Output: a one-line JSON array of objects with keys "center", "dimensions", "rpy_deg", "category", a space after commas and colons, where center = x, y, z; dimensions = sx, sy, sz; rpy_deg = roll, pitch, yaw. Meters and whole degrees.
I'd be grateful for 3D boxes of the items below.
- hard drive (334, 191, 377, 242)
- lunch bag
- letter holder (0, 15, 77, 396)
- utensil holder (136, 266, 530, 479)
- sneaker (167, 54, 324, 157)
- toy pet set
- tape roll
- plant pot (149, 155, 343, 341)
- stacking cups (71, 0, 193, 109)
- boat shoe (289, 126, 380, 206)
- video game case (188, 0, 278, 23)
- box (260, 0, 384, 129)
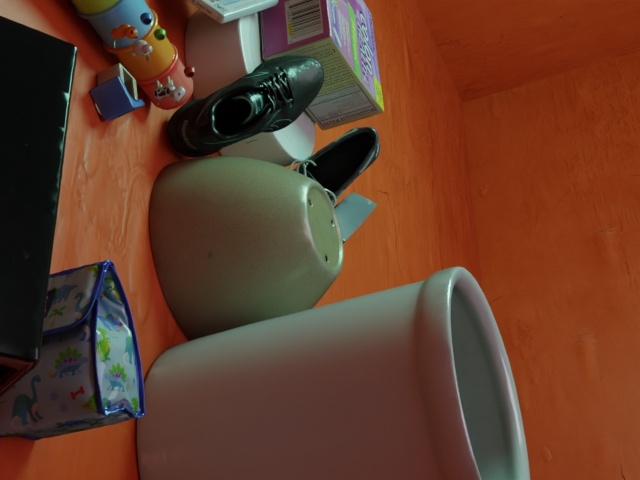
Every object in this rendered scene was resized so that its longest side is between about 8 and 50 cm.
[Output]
[{"center": [0.000, 0.000, 1.691], "dimensions": [0.054, 0.172, 0.254], "rpy_deg": [49, 21, -2], "category": "hard drive"}, {"center": [-0.244, 0.102, 0.966], "dimensions": [0.096, 0.129, 0.151], "rpy_deg": [32, 47, -64], "category": "lunch bag"}, {"center": [-0.324, -0.015, 0.841], "dimensions": [0.152, 0.214, 0.301], "rpy_deg": [18, 53, -30], "category": "letter holder"}, {"center": [0.024, 0.234, 1.233], "dimensions": [0.327, 0.386, 0.327], "rpy_deg": [-15, 90, -71], "category": "utensil holder"}, {"center": [-0.086, -0.192, 1.465], "dimensions": [0.267, 0.106, 0.101], "rpy_deg": [-34, 105, -29], "category": "sneaker"}, {"center": [-0.225, -0.199, 1.267], "dimensions": [0.122, 0.114, 0.065], "rpy_deg": [49, 23, -52], "category": "toy pet set"}, {"center": [-0.108, -0.250, 1.661], "dimensions": [0.286, 0.100, 0.286], "rpy_deg": [-14, 90, -72], "category": "tape roll"}, {"center": [-0.079, 0.004, 1.413], "dimensions": [0.284, 0.191, 0.284], "rpy_deg": [-15, 90, -71], "category": "plant pot"}, {"center": [-0.261, -0.283, 1.290], "dimensions": [0.316, 0.096, 0.096], "rpy_deg": [61, 23, -47], "category": "stacking cups"}, {"center": [-0.006, -0.088, 1.622], "dimensions": [0.095, 0.254, 0.079], "rpy_deg": [53, -9, 5], "category": "boat shoe"}, {"center": [-0.159, -0.384, 1.548], "dimensions": [0.143, 0.019, 0.157], "rpy_deg": [37, 35, 12], "category": "video game case"}, {"center": [0.001, -0.341, 1.703], "dimensions": [0.243, 0.117, 0.213], "rpy_deg": [45, 35, -57], "category": "box"}]
